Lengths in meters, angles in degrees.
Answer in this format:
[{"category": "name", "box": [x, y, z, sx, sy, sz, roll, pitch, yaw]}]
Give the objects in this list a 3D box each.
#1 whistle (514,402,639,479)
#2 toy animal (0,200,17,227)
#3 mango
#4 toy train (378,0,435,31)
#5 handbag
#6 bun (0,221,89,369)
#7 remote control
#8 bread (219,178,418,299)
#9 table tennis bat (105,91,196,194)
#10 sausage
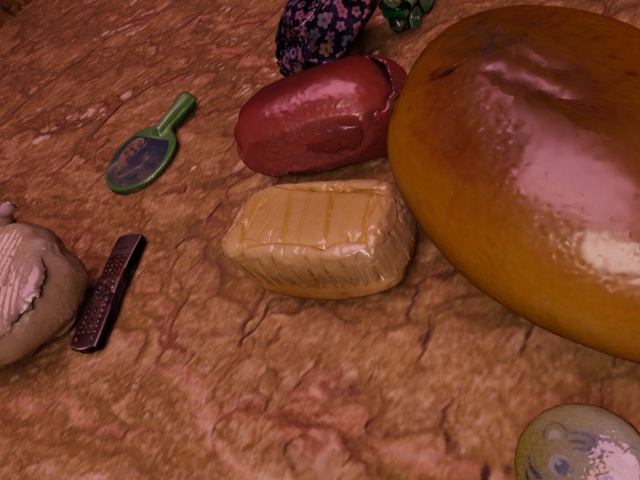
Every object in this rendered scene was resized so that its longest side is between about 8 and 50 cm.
[{"category": "whistle", "box": [0.192, 0.224, 0.414, 0.104, 0.057, 0.198, 7, 63, 45]}, {"category": "toy animal", "box": [-0.671, -0.049, 1.100, 0.124, 0.085, 0.071, 26, 51, 35]}, {"category": "mango", "box": [0.249, -0.061, 0.513, 0.301, 0.220, 0.445, -33, 54, -9]}, {"category": "toy train", "box": [0.166, -0.459, 0.960, 0.071, 0.105, 0.178, 16, 64, 32]}, {"category": "handbag", "box": [0.003, -0.398, 0.950, 0.229, 0.126, 0.208, -59, 26, -8]}, {"category": "bun", "box": [-0.472, 0.091, 0.825, 0.239, 0.141, 0.239, -12, 55, 18]}, {"category": "remote control", "box": [-0.328, 0.077, 0.836, 0.059, 0.028, 0.212, -6, 52, 20]}, {"category": "bread", "box": [0.000, 0.000, 0.664, 0.236, 0.106, 0.140, 0, 55, 29]}, {"category": "table tennis bat", "box": [-0.330, -0.197, 1.062, 0.160, 0.039, 0.257, 17, 66, 35]}, {"category": "sausage", "box": [0.009, -0.177, 0.779, 0.279, 0.152, 0.152, -11, 49, 20]}]
